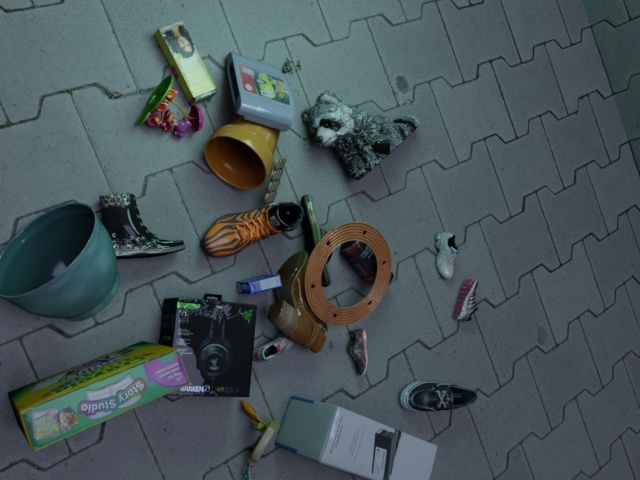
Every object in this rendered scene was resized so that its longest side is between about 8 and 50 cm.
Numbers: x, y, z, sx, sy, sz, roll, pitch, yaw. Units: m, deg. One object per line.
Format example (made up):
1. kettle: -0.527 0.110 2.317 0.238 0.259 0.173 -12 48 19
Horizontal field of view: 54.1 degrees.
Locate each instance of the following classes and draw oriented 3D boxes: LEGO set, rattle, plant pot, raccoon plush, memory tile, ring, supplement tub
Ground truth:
1. LEGO set: -0.100 -0.575 2.077 0.083 0.023 0.054 0 86 -44
2. rattle: -0.219 0.601 1.842 0.142 0.130 0.200 31 96 -12
3. plant pot: -0.216 -0.291 1.884 0.205 0.205 0.188 42 51 -20
4. raccoon plush: 0.128 -0.400 2.142 0.299 0.216 0.446 48 33 -2
5. memory tile: -0.141 -0.186 1.938 0.012 0.113 0.148 19 103 8
6. ring: 0.087 0.104 1.974 0.336 0.032 0.337 -9 107 -31
7. plant pot: -0.627 0.079 1.562 0.293 0.293 0.196 -53 136 -24
8. supplement tub: 0.162 0.069 2.104 0.198 0.106 0.106 50 63 -16

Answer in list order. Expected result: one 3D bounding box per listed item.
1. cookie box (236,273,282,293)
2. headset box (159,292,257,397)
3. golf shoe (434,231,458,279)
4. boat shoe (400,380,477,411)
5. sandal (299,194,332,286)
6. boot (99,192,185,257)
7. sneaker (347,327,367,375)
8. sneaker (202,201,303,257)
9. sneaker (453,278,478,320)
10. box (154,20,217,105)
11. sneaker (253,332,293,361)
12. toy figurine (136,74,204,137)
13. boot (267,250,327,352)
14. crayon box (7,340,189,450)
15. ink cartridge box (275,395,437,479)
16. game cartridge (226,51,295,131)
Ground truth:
1. cookie box: -0.185 0.132 1.901 0.107 0.091 0.040 -12 93 -32
2. headset box: -0.321 0.293 1.778 0.246 0.131 0.283 10 78 -30
3. golf shoe: 0.469 0.056 2.298 0.069 0.086 0.176 -9 90 -33
4. boat shoe: 0.422 0.552 2.201 0.301 0.102 0.108 8 80 -30
5. sandal: 0.000 -0.001 2.004 0.086 0.120 0.303 -8 88 -21
6. boot: -0.497 -0.042 1.742 0.236 0.085 0.179 -4 84 -30
7. sneaker: 0.121 0.372 2.084 0.064 0.061 0.158 -2 84 -4
8. sneaker: -0.191 -0.050 1.866 0.321 0.180 0.125 -29 99 -30
9. sneaker: 0.556 0.228 2.343 0.074 0.063 0.171 29 76 -24
10. box: -0.401 -0.527 1.870 0.087 0.058 0.232 -33 101 -29
11. sneaker: -0.128 0.326 1.920 0.161 0.075 0.057 -25 97 -30
12. toy figurine: -0.420 -0.361 1.821 0.159 0.130 0.173 35 90 -32
13. boot: -0.043 0.194 1.973 0.220 0.109 0.284 42 43 -33
14. crayon box: -0.548 0.361 1.532 0.362 0.313 0.106 -19 94 -31
15. ink cartridge box: 0.109 0.623 1.903 0.394 0.285 0.166 28 70 -25
16. game cartridge: -0.178 -0.455 1.907 0.196 0.060 0.294 15 41 -32
